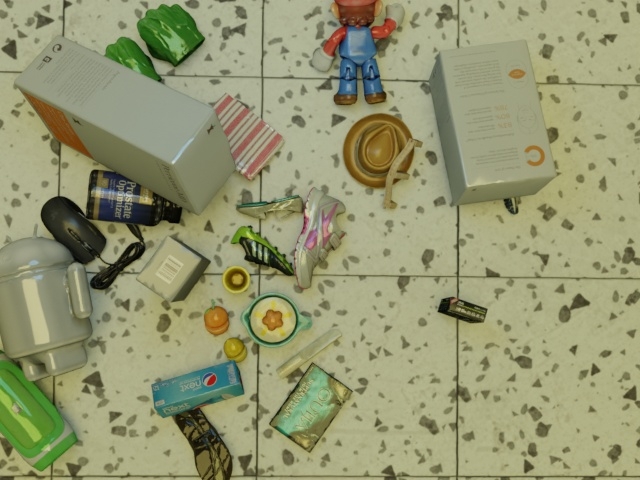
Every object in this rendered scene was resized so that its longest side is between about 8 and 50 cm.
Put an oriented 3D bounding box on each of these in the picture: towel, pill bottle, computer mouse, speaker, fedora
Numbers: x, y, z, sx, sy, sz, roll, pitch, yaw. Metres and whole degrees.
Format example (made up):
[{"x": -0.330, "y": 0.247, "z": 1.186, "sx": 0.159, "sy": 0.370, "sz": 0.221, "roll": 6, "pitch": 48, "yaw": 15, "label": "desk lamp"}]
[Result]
[{"x": -0.206, "y": -0.258, "z": 1.878, "sx": 0.197, "sy": 0.029, "sz": 0.144, "roll": 39, "pitch": 76, "yaw": 2, "label": "towel"}, {"x": -0.445, "y": -0.098, "z": 1.814, "sx": 0.219, "sy": 0.123, "sz": 0.122, "roll": 6, "pitch": 87, "yaw": -16, "label": "pill bottle"}, {"x": -0.557, "y": -0.024, "z": 1.847, "sx": 0.184, "sy": 0.060, "sz": 0.262, "roll": -38, "pitch": 90, "yaw": -3, "label": "computer mouse"}, {"x": -0.716, "y": 0.401, "z": 1.790, "sx": 0.131, "sy": 0.131, "sz": 0.296, "roll": -41, "pitch": 90, "yaw": -3, "label": "speaker"}, {"x": 0.148, "y": -0.228, "z": 1.874, "sx": 0.195, "sy": 0.079, "sz": 0.194, "roll": 0, "pitch": 87, "yaw": -3, "label": "fedora"}]

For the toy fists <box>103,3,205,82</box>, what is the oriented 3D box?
[{"x": -0.424, "y": -0.464, "z": 1.856, "sx": 0.279, "sy": 0.096, "sz": 0.142, "roll": -43, "pitch": 100, "yaw": -5, "label": "toy fists"}]

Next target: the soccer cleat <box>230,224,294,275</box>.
[{"x": -0.143, "y": 0.037, "z": 1.866, "sx": 0.179, "sy": 0.060, "sz": 0.072, "roll": 40, "pitch": 96, "yaw": 6, "label": "soccer cleat"}]

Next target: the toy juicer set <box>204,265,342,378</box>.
[{"x": -0.135, "y": 0.225, "z": 1.838, "sx": 0.329, "sy": 0.089, "sz": 0.209, "roll": 34, "pitch": 86, "yaw": -1, "label": "toy juicer set"}]

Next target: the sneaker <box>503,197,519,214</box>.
[{"x": 0.493, "y": -0.133, "z": 1.899, "sx": 0.058, "sy": 0.052, "sz": 0.135, "roll": -6, "pitch": 88, "yaw": -7, "label": "sneaker"}]

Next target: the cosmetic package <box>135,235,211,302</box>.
[{"x": -0.338, "y": 0.069, "z": 1.765, "sx": 0.107, "sy": 0.238, "sz": 0.127, "roll": 34, "pitch": 84, "yaw": -3, "label": "cosmetic package"}]

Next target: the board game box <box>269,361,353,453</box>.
[{"x": -0.023, "y": 0.414, "z": 1.866, "sx": 0.126, "sy": 0.026, "sz": 0.186, "roll": 35, "pitch": 87, "yaw": 0, "label": "board game box"}]

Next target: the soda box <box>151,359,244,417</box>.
[{"x": -0.296, "y": 0.360, "z": 1.824, "sx": 0.210, "sy": 0.071, "sz": 0.067, "roll": -15, "pitch": 56, "yaw": -3, "label": "soda box"}]

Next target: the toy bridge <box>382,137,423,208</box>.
[{"x": 0.192, "y": -0.162, "z": 1.853, "sx": 0.026, "sy": 0.063, "sz": 0.188, "roll": 34, "pitch": 111, "yaw": 36, "label": "toy bridge"}]

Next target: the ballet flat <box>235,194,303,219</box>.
[{"x": -0.125, "y": -0.075, "z": 1.870, "sx": 0.168, "sy": 0.057, "sz": 0.052, "roll": -9, "pitch": 98, "yaw": -2, "label": "ballet flat"}]

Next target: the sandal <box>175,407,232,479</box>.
[{"x": -0.283, "y": 0.500, "z": 1.841, "sx": 0.090, "sy": 0.060, "sz": 0.219, "roll": -33, "pitch": 75, "yaw": -9, "label": "sandal"}]

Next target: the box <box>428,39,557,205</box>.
[{"x": 0.406, "y": -0.280, "z": 1.817, "sx": 0.215, "sy": 0.168, "sz": 0.345, "roll": -8, "pitch": 78, "yaw": -3, "label": "box"}]

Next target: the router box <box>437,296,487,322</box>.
[{"x": 0.346, "y": 0.171, "z": 1.843, "sx": 0.092, "sy": 0.122, "sz": 0.038, "roll": 20, "pitch": 83, "yaw": -2, "label": "router box"}]

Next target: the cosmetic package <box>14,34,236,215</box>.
[{"x": -0.433, "y": -0.259, "z": 1.699, "sx": 0.453, "sy": 0.230, "sz": 0.161, "roll": 27, "pitch": 69, "yaw": 19, "label": "cosmetic package"}]

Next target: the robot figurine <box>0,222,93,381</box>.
[{"x": -0.659, "y": 0.144, "z": 1.766, "sx": 0.300, "sy": 0.200, "sz": 0.353, "roll": -15, "pitch": 89, "yaw": 21, "label": "robot figurine"}]

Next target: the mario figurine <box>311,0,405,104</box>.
[{"x": 0.097, "y": -0.501, "z": 1.885, "sx": 0.198, "sy": 0.170, "sz": 0.320, "roll": -7, "pitch": 100, "yaw": -38, "label": "mario figurine"}]

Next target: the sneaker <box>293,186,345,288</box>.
[{"x": 0.000, "y": 0.000, "z": 1.847, "sx": 0.111, "sy": 0.103, "sz": 0.252, "roll": 13, "pitch": 88, "yaw": 0, "label": "sneaker"}]
